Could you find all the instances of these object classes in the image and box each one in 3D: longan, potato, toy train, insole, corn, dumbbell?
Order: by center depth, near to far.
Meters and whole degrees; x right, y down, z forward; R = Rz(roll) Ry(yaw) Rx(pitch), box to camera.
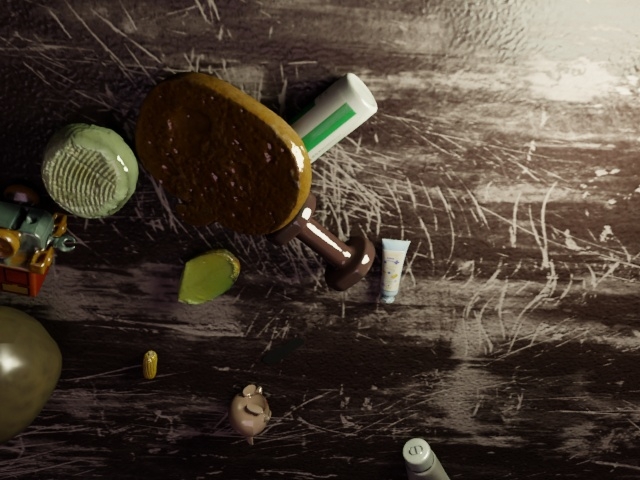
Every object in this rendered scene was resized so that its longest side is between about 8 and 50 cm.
[{"bbox_3d":[-0.712,-0.004,1.374,0.369,0.163,0.231,12,134,-9],"label":"toy train"},{"bbox_3d":[0.000,0.000,1.385,0.140,0.124,0.225,-38,118,25],"label":"dumbbell"},{"bbox_3d":[-0.264,0.078,1.491,0.119,0.054,0.198,27,127,-18],"label":"potato"},{"bbox_3d":[-0.816,0.325,1.513,0.404,0.336,0.404,-20,159,-8],"label":"longan"},{"bbox_3d":[-0.096,0.287,1.673,0.135,0.002,0.045,-36,120,24],"label":"insole"},{"bbox_3d":[-0.448,0.329,1.688,0.037,0.037,0.092,8,130,-6],"label":"corn"}]

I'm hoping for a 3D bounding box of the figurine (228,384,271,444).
[{"bbox_3d":[-0.189,0.467,1.736,0.125,0.125,0.138,5,129,-3],"label":"figurine"}]

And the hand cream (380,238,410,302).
[{"bbox_3d":[0.164,0.070,1.486,0.065,0.043,0.170,5,124,1],"label":"hand cream"}]

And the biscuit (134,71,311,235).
[{"bbox_3d":[-0.197,-0.150,1.258,0.367,0.063,0.314,32,127,4],"label":"biscuit"}]

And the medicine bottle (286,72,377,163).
[{"bbox_3d":[-0.015,-0.211,1.249,0.260,0.095,0.095,-35,119,22],"label":"medicine bottle"}]

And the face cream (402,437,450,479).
[{"bbox_3d":[0.316,0.700,1.930,0.143,0.089,0.314,-14,133,9],"label":"face cream"}]

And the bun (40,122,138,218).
[{"bbox_3d":[-0.456,-0.142,1.289,0.195,0.118,0.195,0,120,1],"label":"bun"}]
